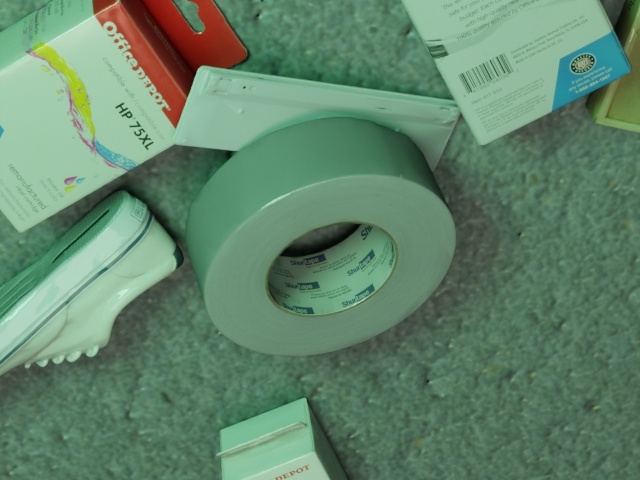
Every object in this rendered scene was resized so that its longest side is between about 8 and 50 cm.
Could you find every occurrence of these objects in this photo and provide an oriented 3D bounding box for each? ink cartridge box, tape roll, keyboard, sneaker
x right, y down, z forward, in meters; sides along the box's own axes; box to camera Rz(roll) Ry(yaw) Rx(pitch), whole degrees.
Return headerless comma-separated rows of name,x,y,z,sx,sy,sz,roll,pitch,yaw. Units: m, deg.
ink cartridge box,-0.184,-0.125,1.510,0.231,0.078,0.134,-30,120,10
tape roll,0.000,0.000,1.570,0.219,0.072,0.219,-12,139,-11
keyboard,0.002,-0.097,1.540,0.256,0.014,0.072,5,128,-32
ink cartridge box,-0.030,0.222,1.728,0.092,0.090,0.143,-22,120,7
ink cartridge box,0.145,-0.193,1.504,0.140,0.082,0.190,-26,119,9
sneaker,-0.228,0.070,1.612,0.258,0.094,0.091,-38,113,15

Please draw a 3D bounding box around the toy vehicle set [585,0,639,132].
toy vehicle set,0.343,-0.203,1.548,0.166,0.035,0.267,11,119,-13
